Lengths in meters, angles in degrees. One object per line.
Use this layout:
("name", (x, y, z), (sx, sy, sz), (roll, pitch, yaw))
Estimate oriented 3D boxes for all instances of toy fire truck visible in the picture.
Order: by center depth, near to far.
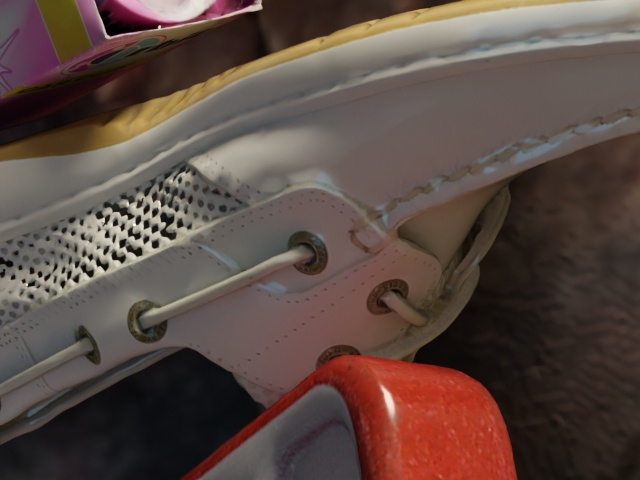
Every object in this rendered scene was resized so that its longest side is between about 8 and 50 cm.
("toy fire truck", (-0.030, 0.193, 0.506), (0.302, 0.169, 0.254), (-42, 47, 51))

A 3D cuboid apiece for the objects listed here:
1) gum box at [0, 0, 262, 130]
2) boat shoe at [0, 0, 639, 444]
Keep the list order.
("gum box", (-0.102, -0.130, 0.552), (0.107, 0.062, 0.188), (-21, 90, 44))
("boat shoe", (0.000, 0.000, 0.524), (0.277, 0.098, 0.096), (-16, 88, 35))
